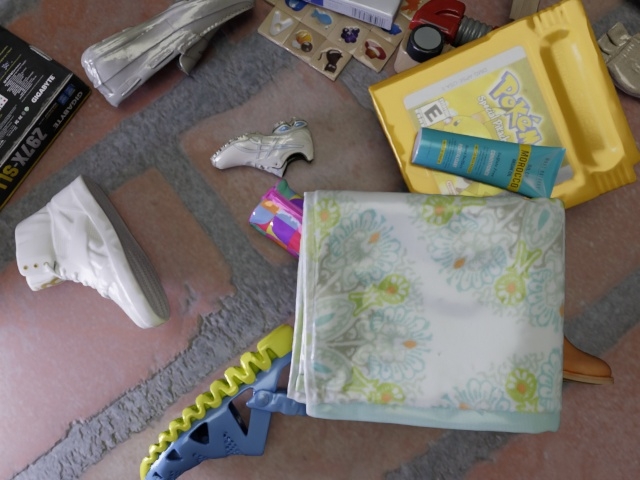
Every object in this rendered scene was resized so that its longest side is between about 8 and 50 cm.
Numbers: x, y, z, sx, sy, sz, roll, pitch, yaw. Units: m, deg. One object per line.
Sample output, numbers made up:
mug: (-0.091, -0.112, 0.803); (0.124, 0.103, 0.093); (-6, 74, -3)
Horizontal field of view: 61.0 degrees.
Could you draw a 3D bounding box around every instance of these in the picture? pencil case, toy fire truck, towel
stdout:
pencil case: (0.000, 0.000, 0.874); (0.236, 0.104, 0.104); (34, 83, 7)
toy fire truck: (0.268, -0.356, 0.908); (0.217, 0.158, 0.246); (24, 71, 6)
towel: (0.147, 0.092, 0.759); (0.375, 0.090, 0.320); (3, 89, 4)

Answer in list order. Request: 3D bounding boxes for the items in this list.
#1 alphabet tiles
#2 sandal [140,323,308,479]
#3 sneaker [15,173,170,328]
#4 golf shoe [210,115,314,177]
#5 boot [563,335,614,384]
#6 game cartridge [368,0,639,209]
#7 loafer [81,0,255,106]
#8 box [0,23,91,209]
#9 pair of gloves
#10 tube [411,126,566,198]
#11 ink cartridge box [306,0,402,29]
alphabet tiles: (0.052, -0.469, 0.991); (0.285, 0.011, 0.342); (34, 83, 6)
sandal: (-0.131, 0.277, 0.824); (0.317, 0.126, 0.138); (-41, 86, -3)
sneaker: (-0.376, 0.053, 0.878); (0.169, 0.108, 0.292); (-36, 72, -2)
golf shoe: (-0.095, -0.142, 0.917); (0.176, 0.069, 0.086); (-20, 87, -1)
boot: (0.336, 0.096, 0.857); (0.284, 0.109, 0.220); (17, 78, 11)
game cartridge: (0.272, -0.163, 0.810); (0.324, 0.053, 0.285); (-22, 92, 11)
loafer: (-0.249, -0.344, 0.942); (0.320, 0.112, 0.111); (-29, 117, -4)
box: (-0.602, -0.215, 0.935); (0.257, 0.079, 0.322); (33, 83, 8)
pair of gloves: (0.596, -0.346, 0.941); (0.204, 0.042, 0.240); (32, 85, 3)
tube: (0.237, -0.114, 0.778); (0.207, 0.052, 0.080); (12, 112, 1)
ink cartridge box: (0.062, -0.513, 0.968); (0.223, 0.045, 0.223); (21, 81, 4)
